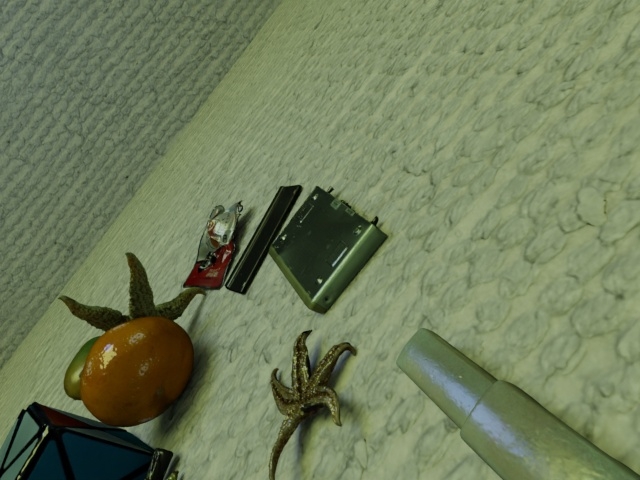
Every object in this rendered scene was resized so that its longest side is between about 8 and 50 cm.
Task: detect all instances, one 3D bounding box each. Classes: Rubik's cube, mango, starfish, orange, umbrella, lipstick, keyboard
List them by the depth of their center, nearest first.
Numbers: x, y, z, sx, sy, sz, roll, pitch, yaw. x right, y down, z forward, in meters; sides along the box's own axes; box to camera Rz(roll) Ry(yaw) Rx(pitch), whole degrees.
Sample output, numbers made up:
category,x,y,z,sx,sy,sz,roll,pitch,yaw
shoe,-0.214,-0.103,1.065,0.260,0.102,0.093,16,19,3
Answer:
category,x,y,z,sx,sy,sz,roll,pitch,yaw
lipstick,0.178,0.180,0.431,0.077,0.079,0.253,-55,30,0
starfish,-0.031,0.245,0.660,0.213,0.057,0.238,-25,37,49
umbrella,-0.336,0.515,0.789,0.052,0.053,0.250,-11,50,47
Rubik's cube,-0.505,0.491,0.846,0.250,0.246,0.248,-9,52,48
orange,-0.389,0.273,0.924,0.171,0.240,0.240,14,69,30
starfish,-0.453,0.203,1.017,0.078,0.358,0.347,41,98,32
keyboard,-0.144,-0.010,1.086,0.101,0.018,0.309,5,63,52
mango,-0.728,0.393,1.354,0.156,0.114,0.251,-59,32,4

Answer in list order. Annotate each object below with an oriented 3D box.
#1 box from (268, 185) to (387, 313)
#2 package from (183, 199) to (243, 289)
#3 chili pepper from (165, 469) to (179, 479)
category,x,y,z,sx,sy,sz,roll,pitch,yaw
box,0.000,0.000,0.865,0.211,0.045,0.270,-51,32,5
package,-0.293,0.012,1.223,0.194,0.071,0.269,-12,63,50
chili pepper,-0.298,0.516,0.751,0.049,0.043,0.208,124,158,-47
